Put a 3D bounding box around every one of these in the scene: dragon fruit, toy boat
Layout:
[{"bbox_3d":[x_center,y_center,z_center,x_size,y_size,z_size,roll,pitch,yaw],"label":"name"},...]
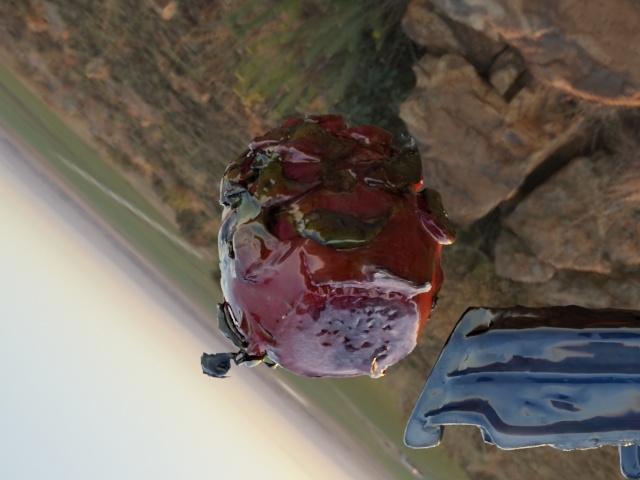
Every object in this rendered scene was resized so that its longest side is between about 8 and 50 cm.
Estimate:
[{"bbox_3d":[0.000,0.000,0.876,0.291,0.250,0.269,-110,28,-45],"label":"dragon fruit"},{"bbox_3d":[0.199,0.109,0.463,0.309,0.142,0.129,-1,171,19],"label":"toy boat"}]
